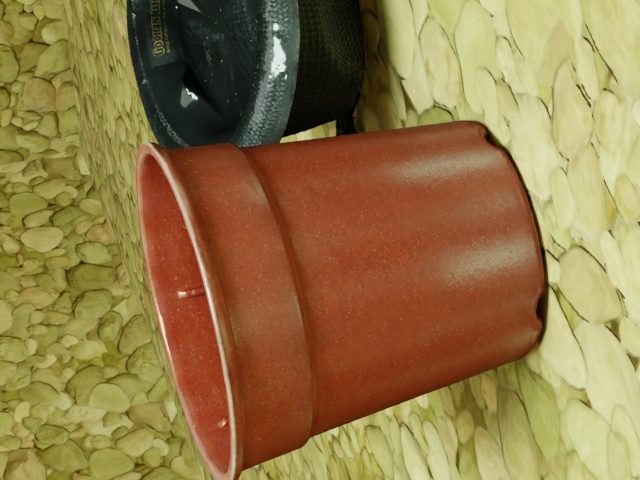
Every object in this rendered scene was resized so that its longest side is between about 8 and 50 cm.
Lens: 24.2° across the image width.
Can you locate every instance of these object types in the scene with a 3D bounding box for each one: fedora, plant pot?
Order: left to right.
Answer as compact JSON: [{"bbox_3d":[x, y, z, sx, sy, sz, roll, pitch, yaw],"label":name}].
[{"bbox_3d":[-0.057,-0.207,1.404,0.334,0.153,0.334,10,102,58],"label":"fedora"},{"bbox_3d":[0.017,0.029,1.177,0.272,0.265,0.272,167,90,-76],"label":"plant pot"}]

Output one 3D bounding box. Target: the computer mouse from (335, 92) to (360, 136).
[{"bbox_3d":[0.046,-0.050,1.434,0.106,0.042,0.193,97,155,-50],"label":"computer mouse"}]
